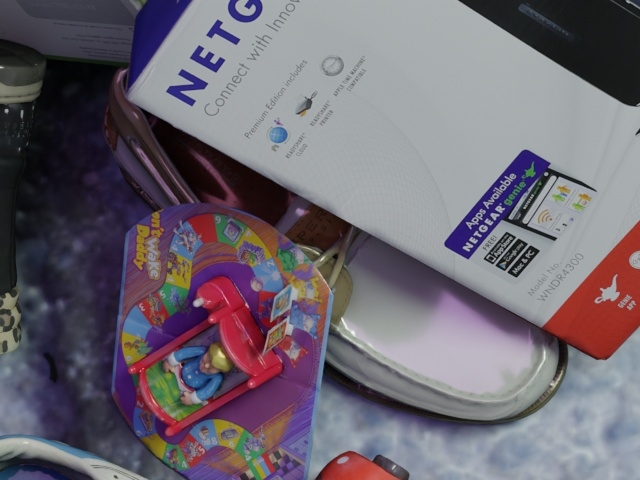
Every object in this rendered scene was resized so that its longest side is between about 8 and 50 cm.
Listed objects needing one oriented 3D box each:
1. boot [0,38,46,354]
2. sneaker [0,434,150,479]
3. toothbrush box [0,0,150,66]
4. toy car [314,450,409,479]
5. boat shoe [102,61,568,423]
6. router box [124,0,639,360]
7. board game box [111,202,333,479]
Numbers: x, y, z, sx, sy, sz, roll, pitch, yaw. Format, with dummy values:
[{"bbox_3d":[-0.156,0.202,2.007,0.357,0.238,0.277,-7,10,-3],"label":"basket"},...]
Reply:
[{"bbox_3d":[-0.267,-0.035,1.079,0.236,0.085,0.179,9,107,20],"label":"boot"},{"bbox_3d":[-0.093,0.171,1.025,0.237,0.086,0.085,19,75,11],"label":"sneaker"},{"bbox_3d":[-0.124,-0.248,1.077,0.206,0.122,0.283,8,64,30],"label":"toothbrush box"},{"bbox_3d":[0.132,0.189,0.990,0.225,0.053,0.239,-24,86,-7],"label":"toy car"},{"bbox_3d":[0.000,0.000,1.052,0.302,0.103,0.113,32,80,14],"label":"boat shoe"},{"bbox_3d":[0.119,-0.135,0.912,0.301,0.082,0.335,28,120,-19],"label":"router box"},{"bbox_3d":[-0.064,0.064,1.028,0.133,0.033,0.169,19,114,25],"label":"board game box"}]
